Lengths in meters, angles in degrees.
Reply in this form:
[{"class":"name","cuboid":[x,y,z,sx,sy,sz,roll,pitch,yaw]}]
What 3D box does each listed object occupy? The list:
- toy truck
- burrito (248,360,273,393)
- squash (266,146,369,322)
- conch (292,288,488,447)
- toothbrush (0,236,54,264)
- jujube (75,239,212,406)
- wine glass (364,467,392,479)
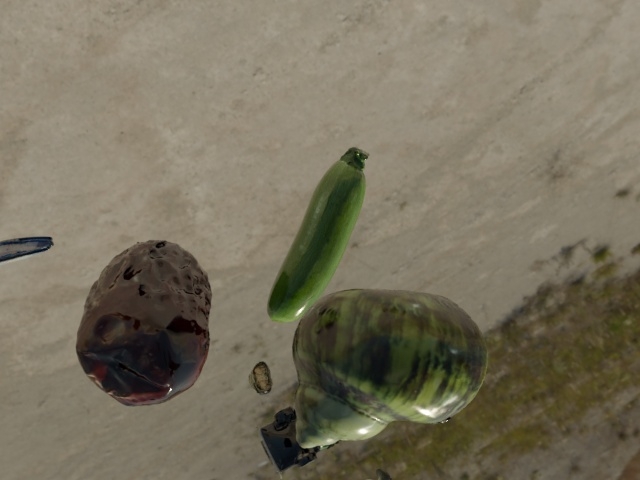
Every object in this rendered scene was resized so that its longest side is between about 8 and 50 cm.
[{"class":"toy truck","cuboid":[0.011,0.313,1.230,0.242,0.101,0.125,-24,166,-16]},{"class":"burrito","cuboid":[-0.104,0.243,1.231,0.041,0.055,0.149,-24,170,-11]},{"class":"squash","cuboid":[0.000,0.000,1.405,0.107,0.107,0.395,15,104,-48]},{"class":"conch","cuboid":[0.051,0.132,0.705,0.124,0.187,0.181,-10,127,-53]},{"class":"toothbrush","cuboid":[-0.583,0.044,1.059,0.413,0.035,0.042,-12,160,13]},{"class":"jujube","cuboid":[-0.339,0.155,1.386,0.258,0.377,0.258,-4,120,-7]},{"class":"wine glass","cuboid":[0.079,0.408,1.136,0.083,0.042,0.039,-31,-178,-37]}]
